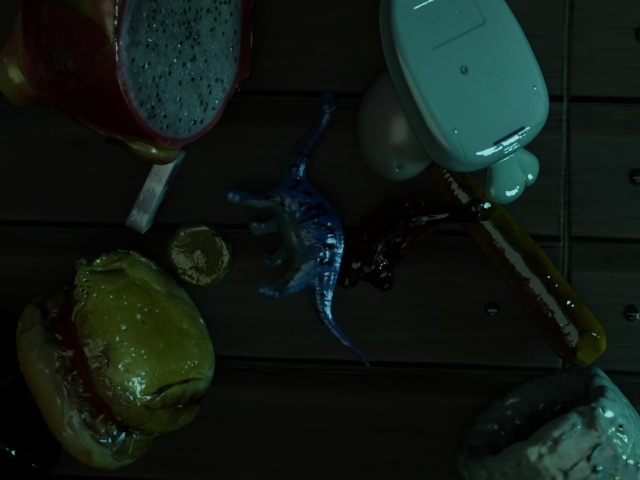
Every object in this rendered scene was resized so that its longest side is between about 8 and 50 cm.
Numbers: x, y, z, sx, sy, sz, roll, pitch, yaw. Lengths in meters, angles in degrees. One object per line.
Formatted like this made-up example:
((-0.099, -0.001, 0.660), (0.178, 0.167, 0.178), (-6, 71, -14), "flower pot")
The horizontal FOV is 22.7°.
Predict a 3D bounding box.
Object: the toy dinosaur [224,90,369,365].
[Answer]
((-0.030, -0.007, 1.900), (0.144, 0.076, 0.329), (-8, 86, 14), "toy dinosaur")

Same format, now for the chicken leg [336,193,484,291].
((0.095, -0.006, 1.881), (0.219, 0.048, 0.089), (-39, 86, 28), "chicken leg")

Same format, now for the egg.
((0.093, -0.136, 1.838), (0.103, 0.103, 0.135), (10, 96, 5), "egg")

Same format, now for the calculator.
((0.168, -0.184, 1.799), (0.184, 0.042, 0.295), (-29, 97, -27), "calculator")

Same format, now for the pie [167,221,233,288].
((-0.148, 0.017, 1.952), (0.084, 0.020, 0.084), (2, 102, 8), "pie")

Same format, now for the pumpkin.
((-0.456, 0.227, 1.953), (0.296, 0.296, 0.295), (2, 104, 7), "pumpkin")

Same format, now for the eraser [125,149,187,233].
((-0.197, -0.063, 1.916), (0.026, 0.065, 0.105), (27, 106, 0), "eraser")

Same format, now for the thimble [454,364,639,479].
((0.283, 0.260, 1.841), (0.205, 0.250, 0.172), (-40, 100, -27), "thimble")

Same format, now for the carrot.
((0.225, 0.017, 1.884), (0.066, 0.066, 0.314), (-39, 92, 14), "carrot")

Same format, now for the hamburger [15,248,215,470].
((-0.247, 0.141, 1.888), (0.163, 0.244, 0.244), (-32, 98, 27), "hamburger")

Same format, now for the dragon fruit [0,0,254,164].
((-0.234, -0.244, 1.771), (0.226, 0.305, 0.305), (9, 106, 28), "dragon fruit")
